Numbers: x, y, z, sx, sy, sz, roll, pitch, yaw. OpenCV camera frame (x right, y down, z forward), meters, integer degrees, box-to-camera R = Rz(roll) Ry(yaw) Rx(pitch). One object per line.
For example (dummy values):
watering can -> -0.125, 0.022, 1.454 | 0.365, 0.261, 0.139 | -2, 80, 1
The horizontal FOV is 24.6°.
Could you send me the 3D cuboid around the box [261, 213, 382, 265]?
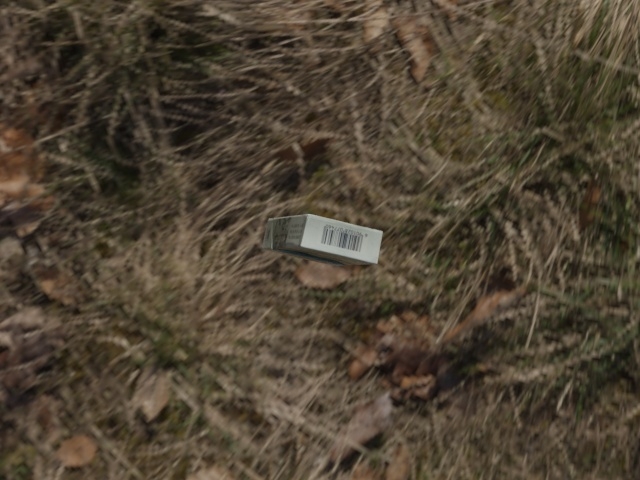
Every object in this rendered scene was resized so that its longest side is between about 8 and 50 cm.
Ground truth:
box -> 0.000, 0.000, 0.947 | 0.054, 0.083, 0.024 | 11, 85, -19
